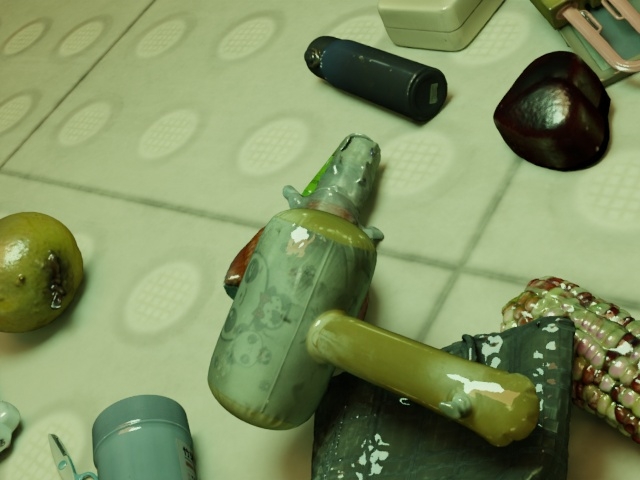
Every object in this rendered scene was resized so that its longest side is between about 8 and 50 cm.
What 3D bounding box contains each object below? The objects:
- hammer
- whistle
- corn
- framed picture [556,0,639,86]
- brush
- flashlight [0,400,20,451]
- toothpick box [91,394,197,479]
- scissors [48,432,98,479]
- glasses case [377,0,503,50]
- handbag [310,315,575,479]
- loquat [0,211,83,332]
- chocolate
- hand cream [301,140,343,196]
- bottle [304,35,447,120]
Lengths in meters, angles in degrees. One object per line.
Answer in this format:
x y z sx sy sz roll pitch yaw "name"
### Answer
0.040 0.093 0.636 0.306 0.113 0.201 20 90 44 "hammer"
0.001 0.000 0.877 0.142 0.133 0.346 7 45 18 "whistle"
0.264 0.119 0.630 0.092 0.092 0.281 -44 47 -12 "corn"
0.384 -0.337 0.984 0.213 0.016 0.289 -24 55 10 "framed picture"
0.331 -0.279 0.938 0.103 0.047 0.233 -28 56 8 "brush"
-0.444 0.215 1.007 0.093 0.047 0.200 -41 39 -10 "flashlight"
-0.170 0.242 0.767 0.101 0.101 0.153 -29 43 5 "toothpick box"
-0.291 0.262 0.889 0.058 0.014 0.119 -40 45 -8 "scissors"
0.233 -0.422 1.161 0.144 0.076 0.336 20 64 43 "glasses case"
0.091 0.163 0.652 0.271 0.089 0.175 -21 44 34 "handbag"
-0.416 0.044 1.074 0.205 0.149 0.172 0 55 47 "loquat"
0.256 -0.157 0.883 0.125 0.080 0.148 -5 57 32 "chocolate"
0.011 -0.089 1.026 0.036 0.023 0.122 11 54 43 "hand cream"
0.067 -0.233 1.086 0.082 0.072 0.244 -7 27 -35 "bottle"
